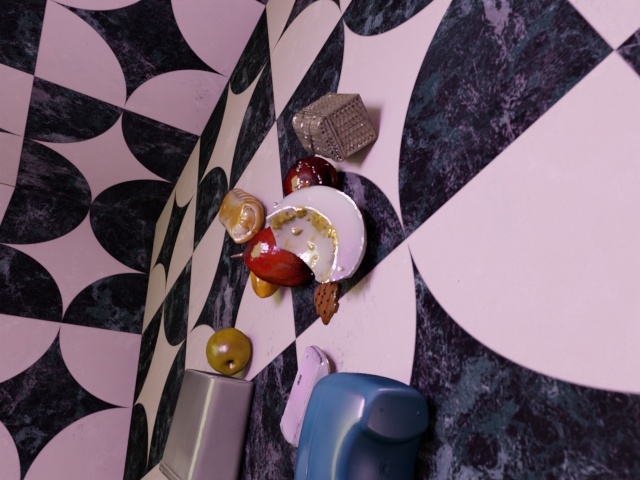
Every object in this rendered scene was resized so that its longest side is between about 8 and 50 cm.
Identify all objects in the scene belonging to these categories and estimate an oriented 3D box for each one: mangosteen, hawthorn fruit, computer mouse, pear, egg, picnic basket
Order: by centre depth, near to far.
[{"bbox_3d":[-0.031,0.383,1.168,0.126,0.056,0.245,21,95,62],"label":"computer mouse"},{"bbox_3d":[0.016,-0.011,1.188,0.271,0.162,0.206,38,84,23],"label":"egg"},{"bbox_3d":[0.028,-0.304,1.280,0.154,0.134,0.196,-33,28,-11],"label":"picnic basket"},{"bbox_3d":[-0.027,-0.160,1.357,0.180,0.166,0.166,-98,28,-82],"label":"mangosteen"},{"bbox_3d":[-0.129,0.041,1.362,0.189,0.251,0.190,-174,90,-87],"label":"hawthorn fruit"},{"bbox_3d":[-0.308,0.365,1.577,0.149,0.148,0.162,-61,28,22],"label":"pear"}]

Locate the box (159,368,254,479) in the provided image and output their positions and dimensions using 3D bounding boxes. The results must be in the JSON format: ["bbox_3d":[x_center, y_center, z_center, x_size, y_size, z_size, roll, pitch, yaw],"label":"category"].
[{"bbox_3d":[-0.371,0.612,1.540,0.352,0.177,0.344,-17,60,58],"label":"box"}]

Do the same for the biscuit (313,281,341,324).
[{"bbox_3d":[0.011,0.155,1.250,0.130,0.019,0.120,29,101,62],"label":"biscuit"}]

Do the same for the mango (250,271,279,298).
[{"bbox_3d":[-0.166,0.090,1.488,0.141,0.102,0.217,100,177,-45],"label":"mango"}]

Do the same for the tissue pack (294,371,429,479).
[{"bbox_3d":[0.061,0.386,0.849,0.206,0.198,0.288,-10,68,53],"label":"tissue pack"}]

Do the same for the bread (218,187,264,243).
[{"bbox_3d":[-0.307,-0.104,1.850,0.173,0.121,0.311,-65,29,10],"label":"bread"}]
